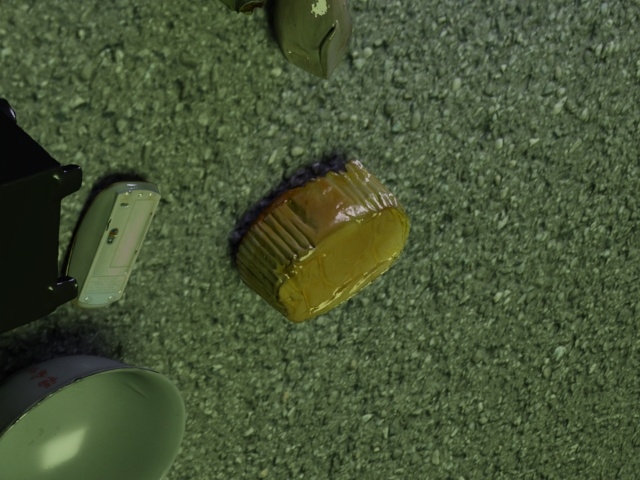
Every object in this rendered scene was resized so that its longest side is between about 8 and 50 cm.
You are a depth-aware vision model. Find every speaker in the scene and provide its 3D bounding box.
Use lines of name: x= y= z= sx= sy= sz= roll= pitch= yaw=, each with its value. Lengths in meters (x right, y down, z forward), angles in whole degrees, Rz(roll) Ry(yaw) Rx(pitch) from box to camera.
speaker: x=-0.432 y=-0.016 z=1.953 sx=0.254 sy=0.184 sz=0.232 roll=-23 pitch=137 yaw=-35

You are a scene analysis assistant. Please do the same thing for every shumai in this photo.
shumai: x=-0.105 y=-0.320 z=2.091 sx=0.083 sy=0.080 sz=0.082 roll=-19 pitch=133 yaw=-31

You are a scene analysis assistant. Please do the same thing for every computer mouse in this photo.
computer mouse: x=-0.279 y=0.002 z=2.238 sx=0.102 sy=0.045 sz=0.199 roll=-1 pitch=124 yaw=-44

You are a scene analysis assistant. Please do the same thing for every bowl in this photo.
bowl: x=-0.367 y=0.268 z=2.299 sx=0.345 sy=0.157 sz=0.345 roll=-27 pitch=139 yaw=-26

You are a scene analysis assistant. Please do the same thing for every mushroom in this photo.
mushroom: x=-0.009 y=-0.314 z=2.186 sx=0.108 sy=0.096 sz=0.247 roll=-9 pitch=131 yaw=-7

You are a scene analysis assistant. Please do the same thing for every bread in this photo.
bread: x=0.000 y=0.000 z=2.446 sx=0.250 sy=0.133 sz=0.179 roll=-36 pitch=143 yaw=-14
